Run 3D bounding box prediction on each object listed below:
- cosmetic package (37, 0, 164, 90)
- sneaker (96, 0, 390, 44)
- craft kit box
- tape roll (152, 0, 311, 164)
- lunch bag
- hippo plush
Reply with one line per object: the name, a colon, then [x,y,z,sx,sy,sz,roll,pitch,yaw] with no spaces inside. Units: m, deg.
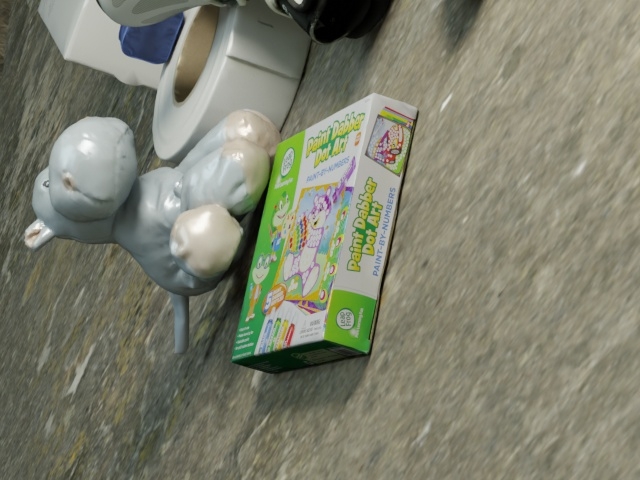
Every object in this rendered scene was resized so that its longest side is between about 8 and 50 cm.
cosmetic package: [-0.289,-0.340,2.468,0.155,0.197,0.365,-68,22,11]
sneaker: [-0.082,-0.299,1.795,0.447,0.169,0.257,-30,55,33]
craft kit box: [0.000,0.000,1.659,0.250,0.061,0.246,-22,51,65]
tape roll: [-0.109,-0.220,2.047,0.286,0.100,0.286,-52,28,43]
lunch bag: [-0.217,-0.281,2.134,0.098,0.067,0.065,-66,20,16]
hippo plush: [-0.193,-0.061,1.879,0.294,0.237,0.234,122,172,-63]
